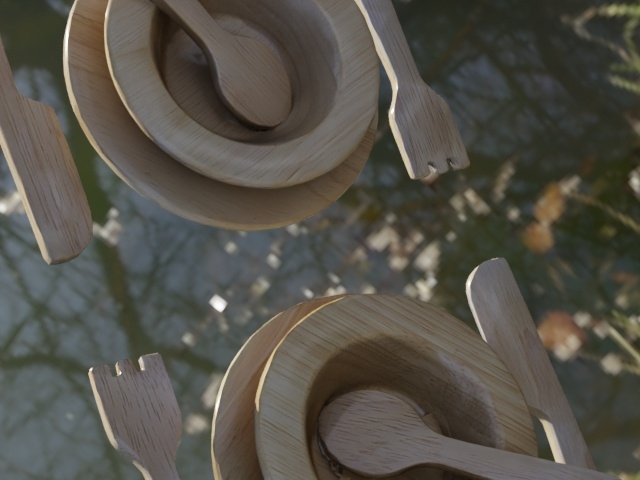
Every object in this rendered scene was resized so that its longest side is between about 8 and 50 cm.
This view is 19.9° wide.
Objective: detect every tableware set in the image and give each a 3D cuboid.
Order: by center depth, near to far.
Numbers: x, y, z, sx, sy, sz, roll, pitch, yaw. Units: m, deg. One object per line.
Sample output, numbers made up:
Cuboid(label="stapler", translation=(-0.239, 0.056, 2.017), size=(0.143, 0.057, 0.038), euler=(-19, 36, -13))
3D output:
Cuboid(label="tableware set", translation=(0.000, 0.000, 0.457), size=(0.039, 0.128, 0.194), euler=(-45, 64, 57))
